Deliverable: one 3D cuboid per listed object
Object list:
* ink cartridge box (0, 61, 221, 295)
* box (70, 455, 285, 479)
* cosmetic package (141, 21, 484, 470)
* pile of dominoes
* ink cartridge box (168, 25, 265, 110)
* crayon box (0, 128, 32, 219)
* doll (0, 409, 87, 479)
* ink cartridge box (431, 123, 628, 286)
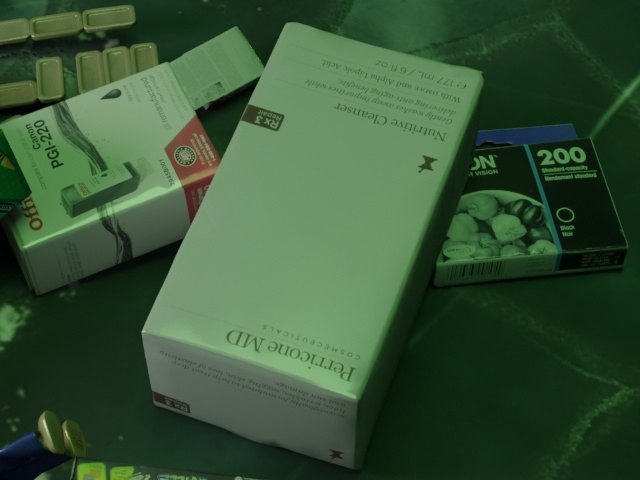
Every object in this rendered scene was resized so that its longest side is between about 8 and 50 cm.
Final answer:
[{"bbox_3d":[-0.217,-0.063,1.773,0.218,0.092,0.158,-23,59,-10],"label":"ink cartridge box"},{"bbox_3d":[-0.112,0.242,1.541,0.207,0.114,0.036,7,50,-1],"label":"box"},{"bbox_3d":[0.000,0.000,1.698,0.217,0.156,0.385,15,57,9],"label":"cosmetic package"},{"bbox_3d":[-0.295,-0.156,1.913,0.251,0.040,0.196,-8,56,-3],"label":"pile of dominoes"},{"bbox_3d":[-0.121,-0.179,1.928,0.115,0.029,0.063,-32,86,-27],"label":"ink cartridge box"},{"bbox_3d":[-0.431,-0.056,1.703,0.278,0.081,0.165,18,49,40],"label":"crayon box"},{"bbox_3d":[-0.295,0.210,1.547,0.189,0.129,0.046,-26,64,14],"label":"doll"},{"bbox_3d":[0.196,-0.052,1.862,0.206,0.045,0.208,-6,51,-9],"label":"ink cartridge box"}]
